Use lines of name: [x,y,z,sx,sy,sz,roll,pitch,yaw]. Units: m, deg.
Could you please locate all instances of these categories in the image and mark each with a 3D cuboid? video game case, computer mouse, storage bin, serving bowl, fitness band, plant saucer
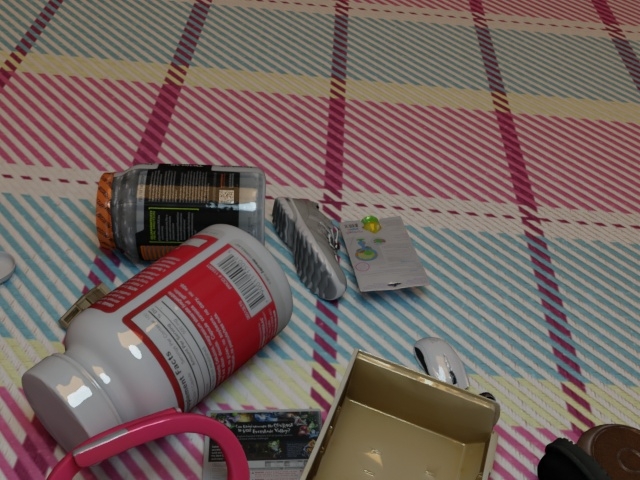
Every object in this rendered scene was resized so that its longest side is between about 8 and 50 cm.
video game case: [-0.089,0.343,1.172,0.190,0.022,0.173,0,43,-5]
computer mouse: [0.223,0.234,1.307,0.106,0.042,0.193,-13,45,-18]
storage bin: [0.124,0.335,1.110,0.260,0.123,0.262,19,42,8]
serving bowl: [-0.625,0.058,1.425,0.083,0.027,0.083,3,42,-3]
fitness band: [-0.240,0.354,1.028,0.291,0.209,0.054,-17,7,-23]
plant saucer: [0.500,0.363,1.206,0.168,0.029,0.168,3,43,-3]

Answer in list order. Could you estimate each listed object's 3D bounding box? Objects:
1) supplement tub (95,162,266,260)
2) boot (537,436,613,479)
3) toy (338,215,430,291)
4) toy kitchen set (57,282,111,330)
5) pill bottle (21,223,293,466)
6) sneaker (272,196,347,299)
supplement tub: [-0.266,-0.054,1.463,0.316,0.193,0.193,2,42,-5]
boot: [0.317,0.439,1.032,0.260,0.131,0.348,-28,20,1]
toy: [0.123,0.038,1.504,0.137,0.056,0.237,-6,39,-7]
toy kitchen set: [-0.408,0.133,1.340,0.068,0.083,0.075,49,44,-15]
pill bottle: [-0.253,0.162,1.200,0.229,0.229,0.408,31,48,25]
sneaker: [0.000,0.000,1.497,0.115,0.105,0.281,-8,46,-23]
